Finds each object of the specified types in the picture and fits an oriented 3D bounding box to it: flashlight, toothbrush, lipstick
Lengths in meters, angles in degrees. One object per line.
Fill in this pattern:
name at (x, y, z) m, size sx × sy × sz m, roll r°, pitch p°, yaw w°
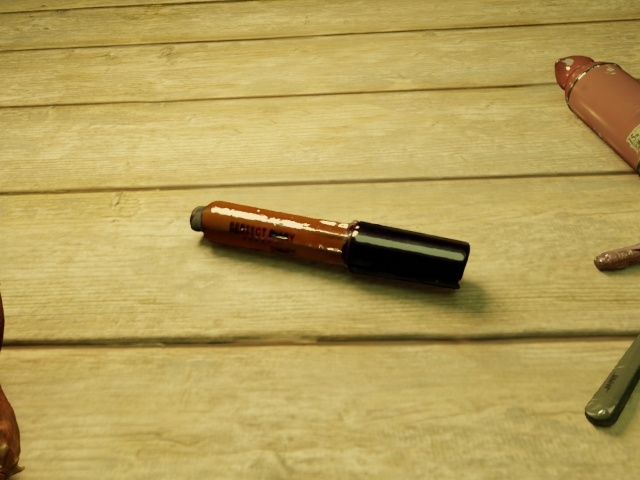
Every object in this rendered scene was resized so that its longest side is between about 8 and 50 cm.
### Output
flashlight at (0.444, 0.021, 0.667) m, size 0.110 × 0.052 × 0.031 m, roll -15°, pitch 81°, yaw -2°
toothbrush at (0.403, 0.117, 0.577) m, size 0.297 × 0.030 × 0.030 m, roll -37°, pitch 27°, yaw -27°
lipstick at (0.000, 0.000, 0.694) m, size 0.418 × 0.077 × 0.077 m, roll 10°, pitch 47°, yaw 16°

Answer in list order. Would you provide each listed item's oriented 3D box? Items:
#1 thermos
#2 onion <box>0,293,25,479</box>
thermos at (0.557, -0.248, 0.872) m, size 0.136 × 0.109 × 0.330 m, roll -8°, pitch 45°, yaw -3°
onion at (-0.471, 0.123, 0.426) m, size 0.353 × 0.353 × 0.353 m, roll -2°, pitch 45°, yaw 2°
